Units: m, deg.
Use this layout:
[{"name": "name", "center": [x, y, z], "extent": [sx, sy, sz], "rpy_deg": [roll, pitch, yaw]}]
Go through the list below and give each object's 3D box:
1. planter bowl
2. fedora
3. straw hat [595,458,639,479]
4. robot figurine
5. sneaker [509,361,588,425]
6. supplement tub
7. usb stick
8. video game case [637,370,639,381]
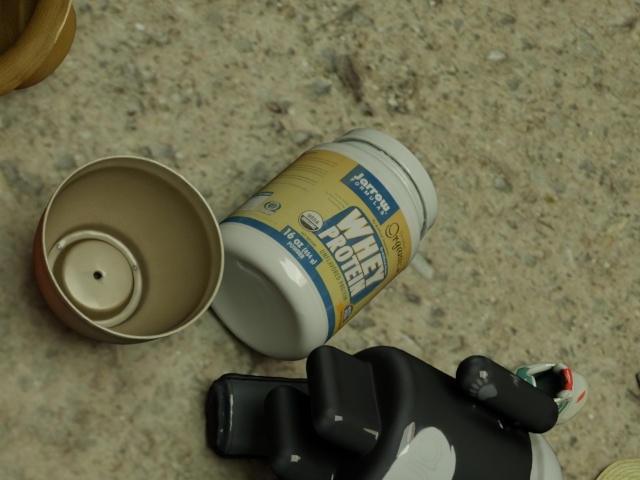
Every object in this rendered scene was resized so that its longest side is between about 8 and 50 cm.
[{"name": "planter bowl", "center": [-0.178, 0.019, 1.407], "extent": [0.162, 0.109, 0.162], "rpy_deg": [9, 69, -25]}, {"name": "fedora", "center": [-0.271, -0.197, 1.430], "extent": [0.079, 0.194, 0.194], "rpy_deg": [39, 50, -56]}, {"name": "straw hat", "center": [0.337, 0.281, 1.609], "extent": [0.144, 0.061, 0.144], "rpy_deg": [5, 73, -17]}, {"name": "robot figurine", "center": [0.083, 0.196, 1.413], "extent": [0.278, 0.209, 0.173], "rpy_deg": [30, 69, -27]}, {"name": "sneaker", "center": [0.227, 0.147, 1.584], "extent": [0.161, 0.075, 0.057], "rpy_deg": [4, 71, -46]}, {"name": "supplement tub", "center": [0.000, 0.000, 1.488], "extent": [0.144, 0.144, 0.200], "rpy_deg": [51, 58, -4]}, {"name": "usb stick", "center": [0.024, 0.167, 1.502], "extent": [0.278, 0.045, 0.077], "rpy_deg": [6, 72, -27]}, {"name": "video game case", "center": [0.437, 0.216, 1.722], "extent": [0.183, 0.023, 0.201], "rpy_deg": [-10, 79, -31]}]
